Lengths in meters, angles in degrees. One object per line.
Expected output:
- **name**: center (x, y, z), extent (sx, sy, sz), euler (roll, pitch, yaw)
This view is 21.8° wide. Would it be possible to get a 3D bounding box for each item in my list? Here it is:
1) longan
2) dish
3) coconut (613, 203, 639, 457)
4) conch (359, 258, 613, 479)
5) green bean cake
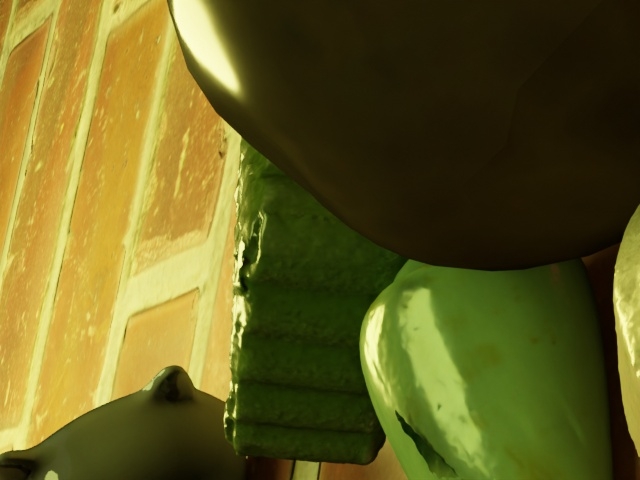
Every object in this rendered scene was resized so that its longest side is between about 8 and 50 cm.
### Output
- **longan**: center (0.106, -0.169, 0.793), extent (0.336, 0.404, 0.404), euler (42, 119, 23)
- **dish**: center (-0.141, 0.209, 1.252), extent (0.236, 0.228, 0.086), euler (-43, 52, 7)
- **coconut**: center (0.198, 0.045, 0.671), extent (0.183, 0.171, 0.171), euler (68, -163, -54)
- **conch**: center (0.098, 0.109, 0.924), extent (0.143, 0.137, 0.251), euler (-18, 76, 31)
- **green bean cake**: center (0.000, 0.000, 1.099), extent (0.248, 0.125, 0.222), euler (-84, 0, -49)
